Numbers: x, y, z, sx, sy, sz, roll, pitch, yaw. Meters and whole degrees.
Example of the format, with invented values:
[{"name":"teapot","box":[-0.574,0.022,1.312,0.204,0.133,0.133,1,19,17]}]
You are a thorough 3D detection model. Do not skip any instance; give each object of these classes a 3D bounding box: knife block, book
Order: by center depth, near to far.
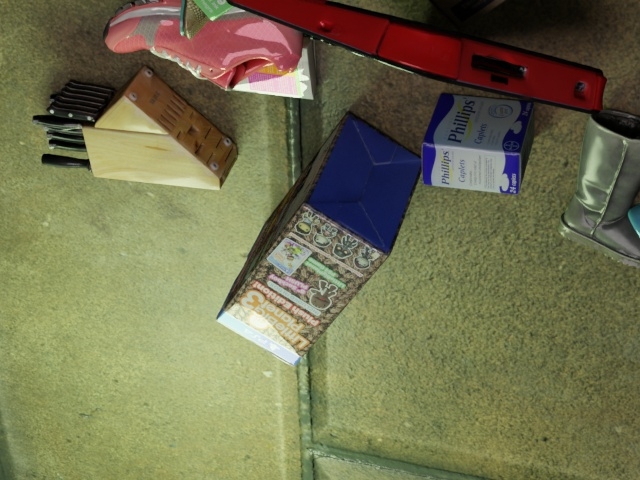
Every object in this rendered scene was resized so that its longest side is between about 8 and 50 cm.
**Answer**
[{"name":"book","box":[-0.079,-0.254,1.978,0.144,0.035,0.096,9,132,15]},{"name":"knife block","box":[-0.301,-0.142,2.116,0.275,0.088,0.242,41,131,-15]}]

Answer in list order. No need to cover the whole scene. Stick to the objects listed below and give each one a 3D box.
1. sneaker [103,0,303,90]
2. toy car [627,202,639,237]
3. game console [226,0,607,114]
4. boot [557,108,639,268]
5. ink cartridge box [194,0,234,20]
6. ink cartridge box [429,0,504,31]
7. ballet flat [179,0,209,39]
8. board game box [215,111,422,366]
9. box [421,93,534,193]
[{"name":"sneaker","box":[-0.165,-0.272,1.901,0.313,0.116,0.136,-5,89,24]},{"name":"toy car","box":[0.553,0.013,1.787,0.219,0.238,0.210,-31,114,17]},{"name":"game console","box":[0.125,-0.230,1.652,0.342,0.386,0.060,22,101,43]},{"name":"boot","box":[0.437,-0.071,1.919,0.189,0.076,0.208,18,125,3]},{"name":"ink cartridge box","box":[-0.037,-0.425,1.697,0.289,0.211,0.121,-25,116,35]},{"name":"ink cartridge box","box":[0.232,-0.377,1.621,0.088,0.235,0.193,44,130,-16]},{"name":"ballet flat","box":[-0.147,-0.354,1.814,0.067,0.206,0.073,3,152,-4]},{"name":"board game box","box":[0.000,0.000,2.023,0.141,0.232,0.291,32,133,-7]},{"name":"box","box":[0.219,-0.135,1.900,0.137,0.126,0.072,6,131,15]}]
